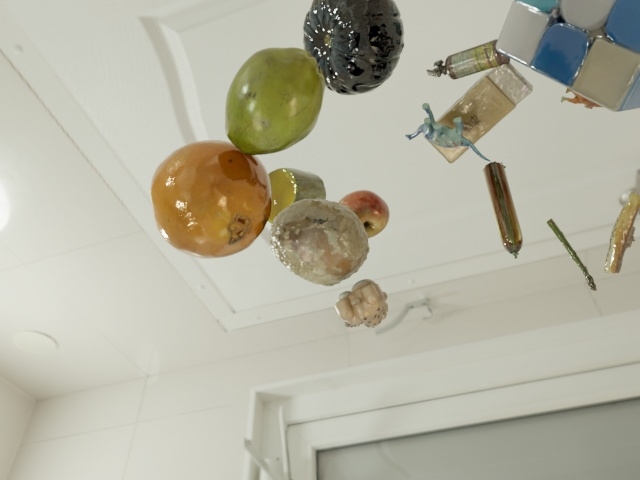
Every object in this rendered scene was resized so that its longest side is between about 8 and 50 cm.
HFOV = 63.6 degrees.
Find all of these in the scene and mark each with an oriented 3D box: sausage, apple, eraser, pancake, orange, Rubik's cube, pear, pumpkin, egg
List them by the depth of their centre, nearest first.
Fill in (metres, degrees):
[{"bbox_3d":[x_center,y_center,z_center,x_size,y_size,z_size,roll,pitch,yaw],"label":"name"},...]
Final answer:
[{"bbox_3d":[0.654,-0.508,1.087,0.347,0.344,0.346,49,141,39],"label":"Rubik's cube"},{"bbox_3d":[-0.105,-0.309,1.164,0.212,0.269,0.212,44,-167,-13],"label":"pear"},{"bbox_3d":[-0.273,-0.104,1.304,0.312,0.312,0.312,-14,-90,-78],"label":"orange"},{"bbox_3d":[0.000,0.000,1.573,0.279,0.310,0.279,-64,5,10],"label":"egg"},{"bbox_3d":[0.966,-0.015,1.620,0.244,0.057,0.266,6,-73,-47],"label":"pancake"},{"bbox_3d":[0.505,-0.414,1.674,0.144,0.343,0.078,44,-146,-2],"label":"eraser"},{"bbox_3d":[0.613,-0.098,1.714,0.082,0.082,0.371,59,-155,-54],"label":"sausage"},{"bbox_3d":[0.102,-0.675,1.725,0.266,0.363,0.363,-28,-72,-37],"label":"pumpkin"},{"bbox_3d":[0.163,-0.103,2.036,0.164,0.209,0.209,-104,-8,-46],"label":"apple"},{"bbox_3d":[-0.156,-0.200,2.463,0.199,0.332,0.332,17,-126,-40],"label":"pumpkin"}]

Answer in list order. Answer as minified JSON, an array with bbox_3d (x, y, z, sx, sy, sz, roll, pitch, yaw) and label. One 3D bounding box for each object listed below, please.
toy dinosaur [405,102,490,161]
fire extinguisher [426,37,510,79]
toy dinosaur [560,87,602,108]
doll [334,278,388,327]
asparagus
[{"bbox_3d":[0.363,-0.330,1.569,0.329,0.076,0.144,27,156,43],"label":"toy dinosaur"},{"bbox_3d":[0.426,-0.520,1.523,0.106,0.252,0.075,-29,-74,-56],"label":"fire extinguisher"},{"bbox_3d":[0.865,-0.461,1.683,0.212,0.142,0.057,-16,-56,-58],"label":"toy dinosaur"},{"bbox_3d":[0.132,0.209,1.567,0.278,0.154,0.119,67,177,-66],"label":"doll"},{"bbox_3d":[0.753,0.040,1.543,0.024,0.025,0.248,15,-135,-63],"label":"asparagus"}]
